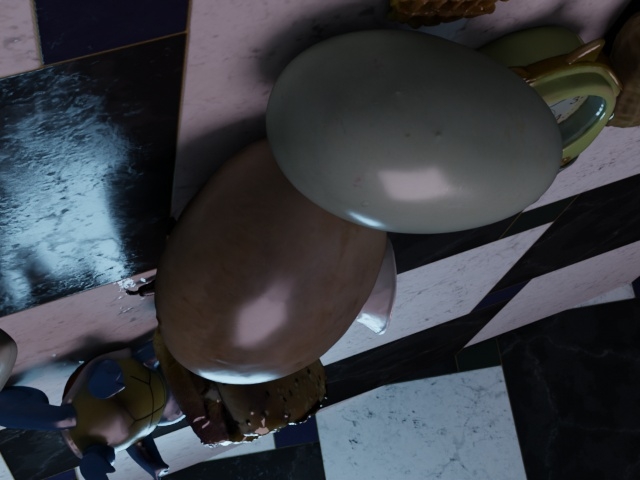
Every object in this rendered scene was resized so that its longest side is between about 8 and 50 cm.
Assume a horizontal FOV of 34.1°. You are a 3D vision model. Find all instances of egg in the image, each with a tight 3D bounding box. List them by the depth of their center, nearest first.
[{"bbox_3d":[0.115,-0.120,1.202,0.371,0.230,0.230,9,149,-24],"label":"egg"}]

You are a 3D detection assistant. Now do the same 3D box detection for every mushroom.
[{"bbox_3d":[-0.086,0.012,1.396,0.362,0.294,0.362,-39,150,-28],"label":"mushroom"}]

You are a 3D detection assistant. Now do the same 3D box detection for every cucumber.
[{"bbox_3d":[-0.230,0.064,1.670,0.163,0.039,0.043,-23,141,-9],"label":"cucumber"}]

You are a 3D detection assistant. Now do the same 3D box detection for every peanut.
[{"bbox_3d":[0.458,-0.245,1.494,0.120,0.136,0.298,14,162,-4],"label":"peanut"}]

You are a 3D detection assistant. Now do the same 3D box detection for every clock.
[{"bbox_3d":[0.269,-0.182,1.454,0.286,0.117,0.348,-19,161,-12],"label":"clock"}]

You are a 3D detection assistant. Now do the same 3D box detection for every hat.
[{"bbox_3d":[0.051,0.075,1.875,0.126,0.203,0.203,2,155,-17],"label":"hat"}]

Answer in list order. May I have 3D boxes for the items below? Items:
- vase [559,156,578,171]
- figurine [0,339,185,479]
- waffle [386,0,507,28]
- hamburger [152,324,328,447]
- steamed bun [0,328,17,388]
[{"bbox_3d":[0.370,-0.127,1.787,0.096,0.096,0.219,-21,165,-9],"label":"vase"},{"bbox_3d":[-0.377,0.311,1.915,0.416,0.298,0.243,-5,-172,-40],"label":"figurine"},{"bbox_3d":[0.160,-0.289,1.134,0.191,0.038,0.191,-21,162,-7],"label":"waffle"},{"bbox_3d":[-0.142,0.210,1.816,0.195,0.277,0.318,-25,-178,20],"label":"hamburger"},{"bbox_3d":[-0.500,0.167,1.372,0.164,0.146,0.242,-57,179,2],"label":"steamed bun"}]
